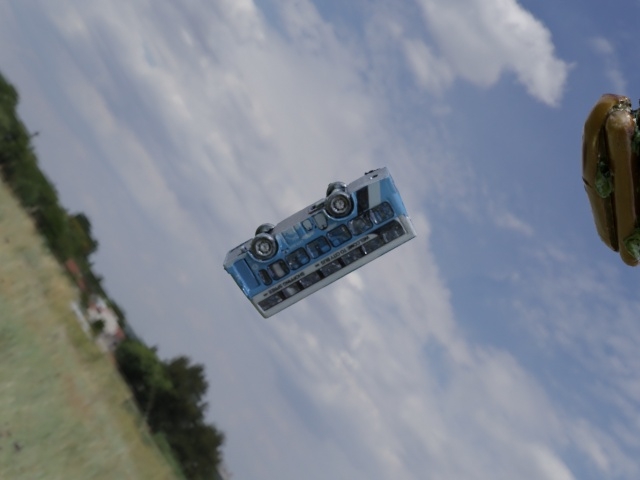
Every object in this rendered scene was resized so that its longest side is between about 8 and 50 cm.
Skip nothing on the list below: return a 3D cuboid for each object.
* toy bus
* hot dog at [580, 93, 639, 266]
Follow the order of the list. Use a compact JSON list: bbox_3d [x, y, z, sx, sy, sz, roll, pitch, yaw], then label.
[{"bbox_3d":[0.000,0.000,1.756,0.131,0.297,0.106,59,7,-12],"label":"toy bus"},{"bbox_3d":[0.316,-0.054,1.127,0.100,0.068,0.249,15,-30,28],"label":"hot dog"}]
